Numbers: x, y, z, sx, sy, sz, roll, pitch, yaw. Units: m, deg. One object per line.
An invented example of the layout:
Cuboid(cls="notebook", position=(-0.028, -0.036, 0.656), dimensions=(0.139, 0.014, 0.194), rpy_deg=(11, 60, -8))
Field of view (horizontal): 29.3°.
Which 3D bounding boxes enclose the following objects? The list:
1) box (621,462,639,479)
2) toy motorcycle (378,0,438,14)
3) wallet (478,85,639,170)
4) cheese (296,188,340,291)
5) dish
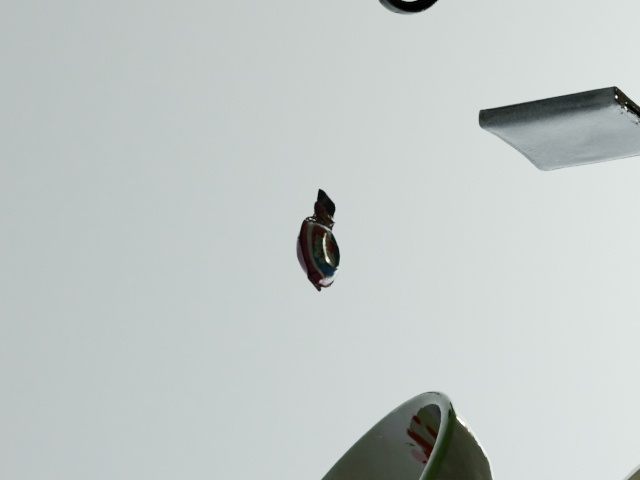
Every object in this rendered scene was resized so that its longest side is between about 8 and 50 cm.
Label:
Cuboid(cls="box", position=(0.454, 0.375, 1.520), dimensions=(0.212, 0.168, 0.095), rpy_deg=(47, -165, 15))
Cuboid(cls="toy motorcycle", position=(0.197, -0.397, 1.445), dimensions=(0.125, 0.331, 0.196), rpy_deg=(41, 151, 62))
Cuboid(cls="wallet", position=(0.297, -0.127, 1.412), dimensions=(0.222, 0.167, 0.036), rpy_deg=(19, -112, -57))
Cuboid(cls="cheese", position=(0.000, 0.000, 1.527), dimensions=(0.095, 0.038, 0.145), rpy_deg=(53, -147, -41))
Cuboid(cls="dish", position=(0.035, 0.275, 0.907), dimensions=(0.124, 0.324, 0.324), rpy_deg=(39, -143, -3))
